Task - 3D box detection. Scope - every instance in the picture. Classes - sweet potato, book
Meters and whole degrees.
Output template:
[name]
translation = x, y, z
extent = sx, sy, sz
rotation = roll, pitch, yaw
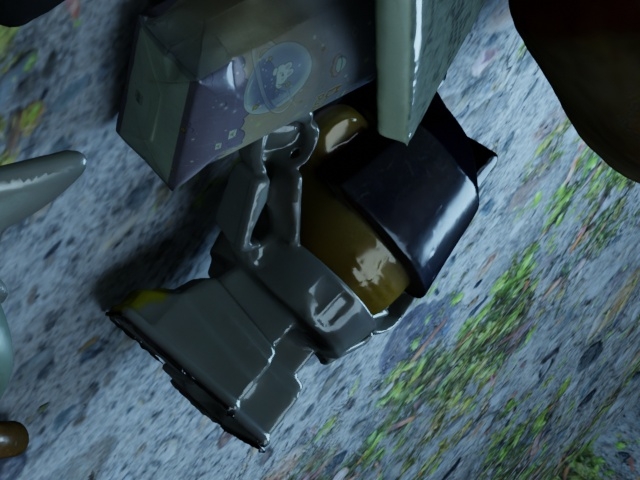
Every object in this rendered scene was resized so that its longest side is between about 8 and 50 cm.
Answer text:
[sweet potato]
translation = -0.212, 0.112, 1.152
extent = 0.044, 0.044, 0.179
rotation = -47, 160, -12
[book]
translation = 0.119, -0.269, 1.069
extent = 0.379, 0.031, 0.264
rotation = -61, 166, -23

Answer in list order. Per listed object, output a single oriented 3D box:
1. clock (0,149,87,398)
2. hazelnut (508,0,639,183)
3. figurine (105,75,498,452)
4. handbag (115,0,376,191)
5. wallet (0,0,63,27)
[clock]
translation = -0.237, 0.049, 0.683
extent = 0.324, 0.109, 0.265
rotation = -18, 162, -31
[hazelnut]
translation = 0.299, -0.201, 1.358
extent = 0.366, 0.366, 0.366
rotation = -44, 160, -21
[figurine]
translation = 0.002, 0.003, 1.283
extent = 0.308, 0.143, 0.308
rotation = -43, 165, -15
[handbag]
translation = -0.034, -0.114, 1.076
extent = 0.173, 0.095, 0.117
rotation = -31, 161, -29
[wallet]
translation = -0.086, -0.215, 0.831
extent = 0.149, 0.044, 0.250
rotation = -40, 158, -41
